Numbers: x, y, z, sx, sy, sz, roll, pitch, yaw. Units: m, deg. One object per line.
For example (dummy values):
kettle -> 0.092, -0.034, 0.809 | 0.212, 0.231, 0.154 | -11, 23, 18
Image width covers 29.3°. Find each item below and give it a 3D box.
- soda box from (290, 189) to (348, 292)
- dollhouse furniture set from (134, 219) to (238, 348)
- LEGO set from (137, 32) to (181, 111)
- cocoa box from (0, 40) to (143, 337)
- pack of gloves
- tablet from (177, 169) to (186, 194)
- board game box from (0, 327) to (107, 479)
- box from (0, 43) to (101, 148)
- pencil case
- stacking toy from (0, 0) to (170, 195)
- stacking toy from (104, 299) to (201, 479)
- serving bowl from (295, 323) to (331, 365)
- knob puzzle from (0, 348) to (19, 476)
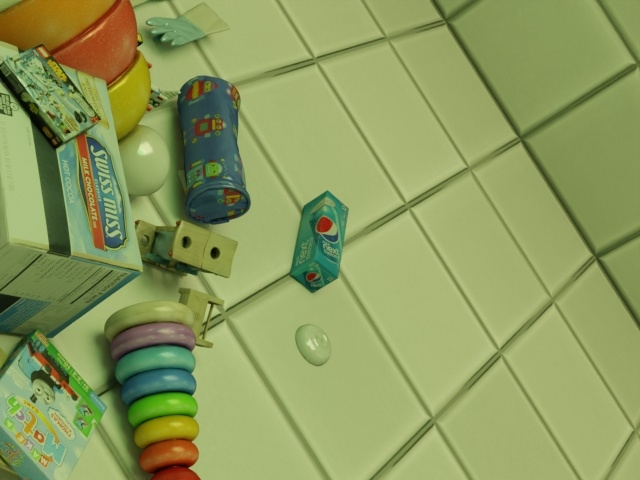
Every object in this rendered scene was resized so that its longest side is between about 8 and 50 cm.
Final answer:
soda box -> 0.000, 0.000, 2.422 | 0.067, 0.071, 0.210 | 40, 36, -26
dollhouse furniture set -> -0.244, 0.070, 2.024 | 0.129, 0.129, 0.183 | 23, 75, -41
LEGO set -> -0.365, -0.311, 2.223 | 0.182, 0.060, 0.244 | 58, 32, -6
cocoa box -> -0.433, -0.069, 1.753 | 0.228, 0.231, 0.347 | 16, 50, -46
pack of gloves -> -0.316, -0.458, 2.444 | 0.195, 0.046, 0.232 | 44, 32, 7
tablet -> -0.232, -0.092, 2.254 | 0.054, 0.006, 0.083 | 1, 61, -52
board game box -> -0.387, 0.237, 1.689 | 0.160, 0.039, 0.211 | 52, 22, -15
box -> -0.377, -0.202, 1.698 | 0.137, 0.027, 0.094 | 53, 33, -5
pencil case -> -0.197, -0.165, 2.250 | 0.133, 0.120, 0.306 | 81, 1, -51
stacking toy -> -0.398, -0.271, 1.998 | 0.479, 0.351, 0.350 | 62, 27, -29
stacking toy -> -0.238, 0.263, 1.834 | 0.141, 0.141, 0.330 | 15, 56, -47
serving bowl -> -0.008, 0.191, 2.287 | 0.083, 0.027, 0.083 | 33, 39, -32
knob puzzle -> -0.453, 0.222, 1.661 | 0.213, 0.030, 0.213 | 46, 24, -27
